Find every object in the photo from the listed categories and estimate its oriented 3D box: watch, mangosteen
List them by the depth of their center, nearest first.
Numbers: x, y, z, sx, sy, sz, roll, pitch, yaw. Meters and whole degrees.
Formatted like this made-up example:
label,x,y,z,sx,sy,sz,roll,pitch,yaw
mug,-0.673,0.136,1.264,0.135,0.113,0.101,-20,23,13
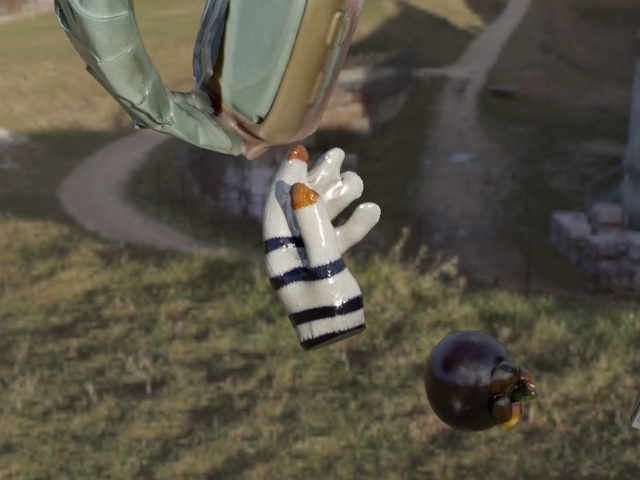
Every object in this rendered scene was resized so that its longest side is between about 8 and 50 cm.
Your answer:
label,x,y,z,sx,sy,sz,roll,pitch,yaw
watch,-0.103,-0.197,0.972,0.241,0.253,0.162,-3,32,-43
mangosteen,0.194,0.172,1.404,0.140,0.140,0.140,1,18,0

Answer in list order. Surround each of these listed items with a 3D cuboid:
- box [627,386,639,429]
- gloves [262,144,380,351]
label,x,y,z,sx,sy,sz,roll,pitch,yaw
box,0.472,0.091,1.469,0.047,0.325,0.180,22,53,10
gloves,-0.010,0.005,1.321,0.131,0.219,0.140,-26,-10,31
